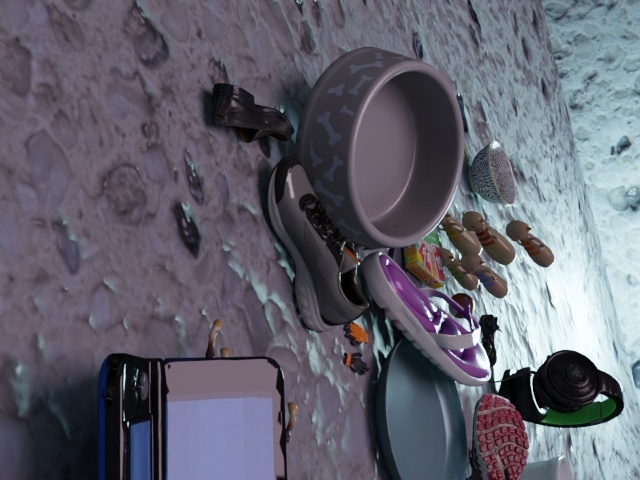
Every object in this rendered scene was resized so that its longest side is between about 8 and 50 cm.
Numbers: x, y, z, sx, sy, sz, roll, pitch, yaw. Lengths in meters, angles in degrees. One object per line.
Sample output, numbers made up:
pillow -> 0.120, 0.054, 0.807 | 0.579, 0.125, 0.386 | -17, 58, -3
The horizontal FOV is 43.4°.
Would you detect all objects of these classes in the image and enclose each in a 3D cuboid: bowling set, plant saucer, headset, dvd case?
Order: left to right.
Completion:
dvd case -> 0.186, 0.114, 1.562 | 0.221, 0.018, 0.164 | 50, 38, -37
plant saucer -> 0.176, 0.324, 1.429 | 0.317, 0.044, 0.317 | 31, 52, -51
bowling set -> 0.306, 0.046, 1.625 | 0.154, 0.287, 0.200 | 42, 71, -26
headset -> 0.499, 0.306, 1.803 | 0.394, 0.243, 0.185 | 26, 52, -28

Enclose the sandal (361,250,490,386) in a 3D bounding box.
sandal -> 0.225, 0.145, 1.451 | 0.416, 0.102, 0.169 | 38, 28, -42

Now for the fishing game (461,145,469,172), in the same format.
fishing game -> 0.297, -0.237, 1.885 | 0.264, 0.041, 0.189 | -5, 79, -59

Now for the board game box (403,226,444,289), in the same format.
board game box -> 0.197, -0.041, 1.619 | 0.124, 0.039, 0.259 | 37, 39, -49

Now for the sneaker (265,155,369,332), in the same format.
sneaker -> 0.000, 0.000, 1.215 | 0.100, 0.108, 0.271 | -26, 98, -58

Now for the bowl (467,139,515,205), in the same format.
bowl -> 0.420, -0.159, 2.013 | 0.170, 0.080, 0.170 | 33, 49, -50

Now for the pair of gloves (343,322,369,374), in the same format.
pair of gloves -> 0.061, 0.178, 1.332 | 0.074, 0.010, 0.083 | 34, 50, -49

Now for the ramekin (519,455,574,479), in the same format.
ramekin -> 0.451, 0.588, 1.651 | 0.277, 0.135, 0.277 | -10, 90, -67

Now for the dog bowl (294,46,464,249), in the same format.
dog bowl -> 0.115, -0.145, 1.344 | 0.349, 0.102, 0.348 | -14, 110, -44

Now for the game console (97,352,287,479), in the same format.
game console -> -0.114, 0.260, 0.802 | 0.250, 0.173, 0.293 | 112, -25, -79

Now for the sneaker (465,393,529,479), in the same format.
sneaker -> 0.325, 0.446, 1.549 | 0.121, 0.112, 0.299 | 11, 70, -23

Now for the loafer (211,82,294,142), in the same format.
loafer -> -0.102, -0.172, 1.180 | 0.170, 0.062, 0.061 | 22, 81, -50

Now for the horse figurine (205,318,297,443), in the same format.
horse figurine -> -0.108, 0.226, 0.974 | 0.263, 0.066, 0.174 | 55, 34, -30
